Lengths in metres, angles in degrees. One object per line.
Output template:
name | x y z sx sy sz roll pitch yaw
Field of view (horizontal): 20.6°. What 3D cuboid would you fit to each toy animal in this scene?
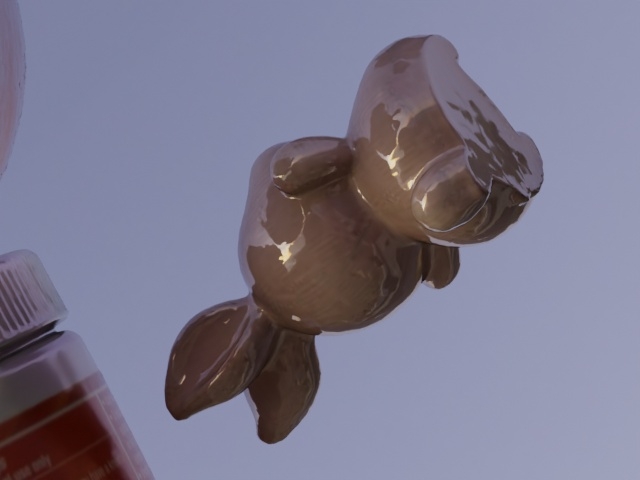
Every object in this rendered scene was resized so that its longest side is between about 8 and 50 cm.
toy animal | 0.000 -0.001 0.858 0.212 0.124 0.124 -39 -35 20

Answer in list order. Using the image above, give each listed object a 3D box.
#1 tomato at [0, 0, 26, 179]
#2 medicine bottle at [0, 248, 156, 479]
tomato | -0.238 -0.096 0.738 0.260 0.260 0.180 9 -78 -45
medicine bottle | -0.198 0.162 0.860 0.253 0.240 0.252 -26 0 0
